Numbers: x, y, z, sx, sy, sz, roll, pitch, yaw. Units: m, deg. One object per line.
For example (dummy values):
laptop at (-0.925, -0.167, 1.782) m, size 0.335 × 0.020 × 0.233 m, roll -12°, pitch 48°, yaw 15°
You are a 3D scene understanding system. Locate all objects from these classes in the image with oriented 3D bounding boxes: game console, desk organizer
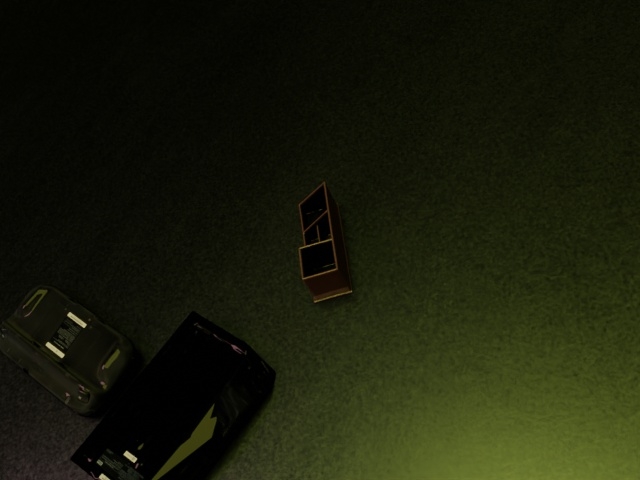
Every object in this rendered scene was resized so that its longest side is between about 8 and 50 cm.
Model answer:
game console at (-0.239, 0.148, 1.102) m, size 0.361 × 0.044 × 0.213 m, roll 28°, pitch 69°, yaw 33°
desk organizer at (0.000, 0.000, 1.100) m, size 0.047 × 0.050 × 0.130 m, roll -16°, pitch 53°, yaw 11°
